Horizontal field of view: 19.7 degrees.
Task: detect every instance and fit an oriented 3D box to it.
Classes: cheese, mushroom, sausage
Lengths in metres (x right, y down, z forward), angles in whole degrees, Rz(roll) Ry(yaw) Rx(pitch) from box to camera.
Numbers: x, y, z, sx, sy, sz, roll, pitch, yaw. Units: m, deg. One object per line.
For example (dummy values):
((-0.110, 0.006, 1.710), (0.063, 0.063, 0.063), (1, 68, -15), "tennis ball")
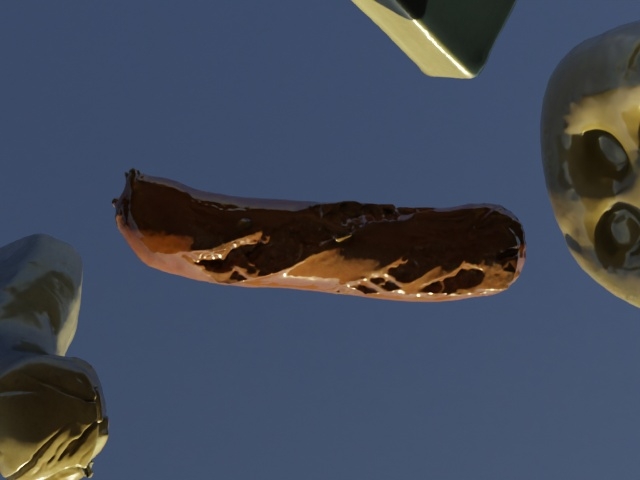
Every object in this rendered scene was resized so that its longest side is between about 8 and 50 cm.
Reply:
((0.244, -0.047, 1.080), (0.235, 0.218, 0.117), (41, -134, 10), "cheese")
((-0.169, 0.070, 1.035), (0.092, 0.223, 0.081), (-16, -67, -4), "mushroom")
((0.000, 0.000, 0.689), (0.158, 0.036, 0.042), (6, -128, -12), "sausage")

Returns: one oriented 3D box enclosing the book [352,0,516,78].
((0.074, -0.311, 0.681), (0.300, 0.039, 0.428), (41, -106, -45), "book")
